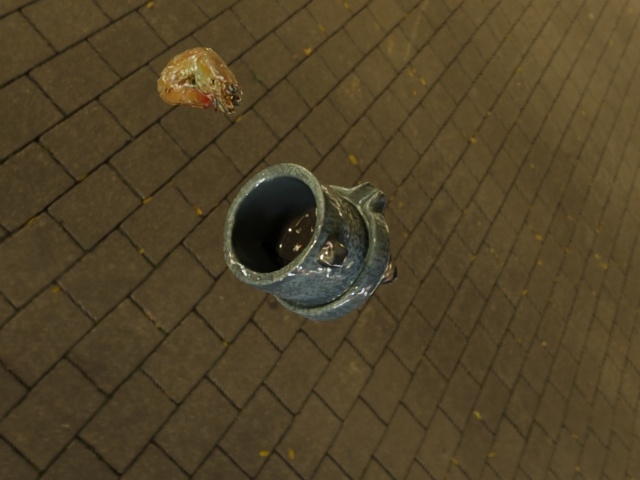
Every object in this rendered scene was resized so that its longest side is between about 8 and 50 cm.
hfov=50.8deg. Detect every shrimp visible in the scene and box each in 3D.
[{"bbox_3d":[-0.244,-0.316,1.380,0.154,0.294,0.062,-38,133,-8],"label":"shrimp"}]

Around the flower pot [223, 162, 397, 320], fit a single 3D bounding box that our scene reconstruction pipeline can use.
[{"bbox_3d":[0.000,0.000,1.309,0.283,0.299,0.299,33,51,-51],"label":"flower pot"}]
